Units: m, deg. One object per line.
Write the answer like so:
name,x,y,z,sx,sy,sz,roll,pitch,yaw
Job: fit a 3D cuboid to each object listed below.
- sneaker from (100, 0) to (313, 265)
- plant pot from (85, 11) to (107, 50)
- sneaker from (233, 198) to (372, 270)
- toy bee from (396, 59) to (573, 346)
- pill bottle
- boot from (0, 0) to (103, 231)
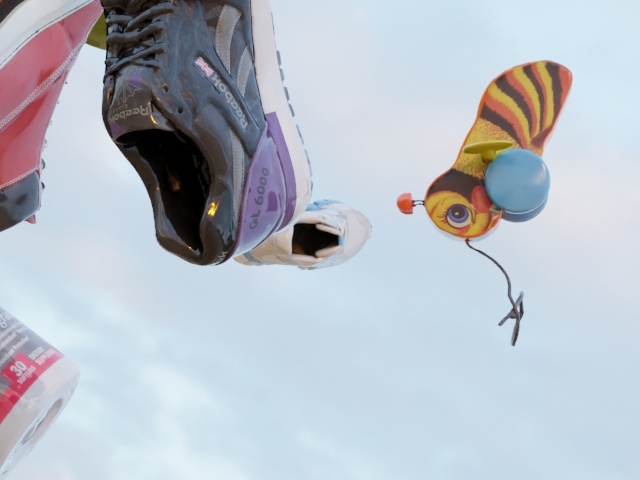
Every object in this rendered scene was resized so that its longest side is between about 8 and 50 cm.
sneaker,-0.095,-0.122,1.243,0.107,0.124,0.283,-15,-80,33
plant pot,-0.133,-0.364,1.845,0.366,0.366,0.353,37,-43,-17
sneaker,0.000,0.000,1.834,0.083,0.071,0.190,6,8,37
toy bee,0.170,-0.062,2.059,0.162,0.298,0.195,13,-27,6
pill bottle,-0.452,0.125,2.207,0.318,0.176,0.176,37,-25,4
boot,-0.216,-0.115,1.432,0.088,0.244,0.176,12,-48,27
